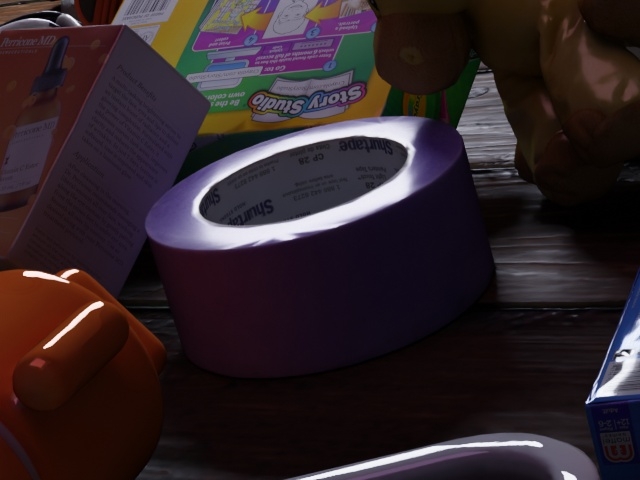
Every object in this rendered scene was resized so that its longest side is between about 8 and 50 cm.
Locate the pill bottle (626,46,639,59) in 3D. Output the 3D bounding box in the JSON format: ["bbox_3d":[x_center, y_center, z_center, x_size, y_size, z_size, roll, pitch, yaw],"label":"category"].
[{"bbox_3d":[0.202,-0.222,1.321,0.161,0.161,0.283,-10,18,16],"label":"pill bottle"}]

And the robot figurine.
[{"bbox_3d":[-0.156,0.097,0.827,0.158,0.128,0.219,-3,23,26],"label":"robot figurine"}]

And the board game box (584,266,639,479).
[{"bbox_3d":[0.235,0.045,0.779,0.210,0.047,0.160,-7,21,24],"label":"board game box"}]

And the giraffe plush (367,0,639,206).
[{"bbox_3d":[0.102,-0.137,1.056,0.170,0.210,0.181,11,-22,-9],"label":"giraffe plush"}]

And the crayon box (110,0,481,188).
[{"bbox_3d":[-0.037,-0.105,1.242,0.278,0.081,0.165,-2,50,32],"label":"crayon box"}]

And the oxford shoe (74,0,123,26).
[{"bbox_3d":[-0.059,-0.167,1.421,0.271,0.097,0.098,16,15,2],"label":"oxford shoe"}]

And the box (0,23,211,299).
[{"bbox_3d":[-0.172,-0.043,1.144,0.130,0.091,0.170,3,61,43],"label":"box"}]

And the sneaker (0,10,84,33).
[{"bbox_3d":[-0.225,-0.131,1.478,0.126,0.127,0.321,-18,19,-1],"label":"sneaker"}]

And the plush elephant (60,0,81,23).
[{"bbox_3d":[-0.098,-0.368,1.809,0.330,0.255,0.272,-29,24,-32],"label":"plush elephant"}]

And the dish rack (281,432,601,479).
[{"bbox_3d":[-0.025,0.185,0.573,0.285,0.072,0.333,-15,20,5],"label":"dish rack"}]

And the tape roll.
[{"bbox_3d":[0.000,0.000,1.028,0.189,0.080,0.189,-14,21,6],"label":"tape roll"}]
